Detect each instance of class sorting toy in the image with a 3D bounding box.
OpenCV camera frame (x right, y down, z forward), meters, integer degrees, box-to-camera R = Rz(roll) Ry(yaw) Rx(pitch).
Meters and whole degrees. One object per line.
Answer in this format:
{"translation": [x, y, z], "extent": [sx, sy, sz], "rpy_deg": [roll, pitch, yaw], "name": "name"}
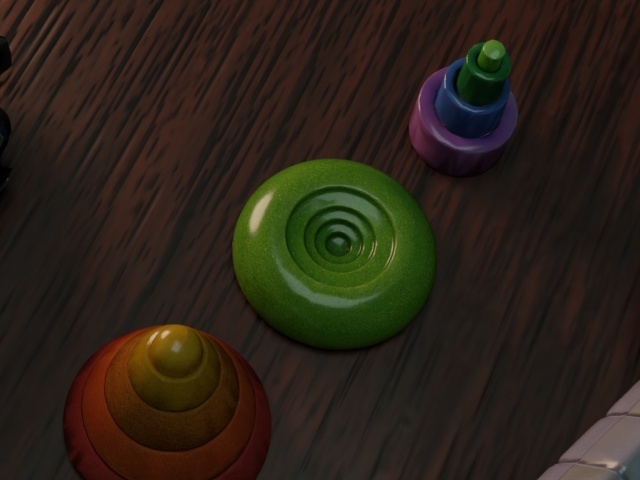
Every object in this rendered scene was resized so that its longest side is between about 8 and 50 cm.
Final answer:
{"translation": [0.000, 0.000, 0.883], "extent": [0.127, 0.126, 0.365], "rpy_deg": [40, 66, 12], "name": "sorting toy"}

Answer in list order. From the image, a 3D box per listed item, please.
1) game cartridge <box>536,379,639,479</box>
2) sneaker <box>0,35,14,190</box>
{"translation": [0.171, 0.270, 0.712], "extent": [0.230, 0.068, 0.355], "rpy_deg": [-36, 106, -25], "name": "game cartridge"}
{"translation": [-0.226, -0.029, 0.887], "extent": [0.090, 0.081, 0.232], "rpy_deg": [-4, 63, -2], "name": "sneaker"}
